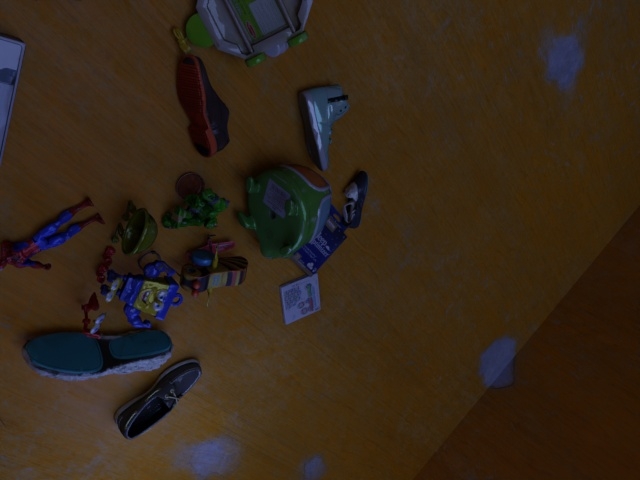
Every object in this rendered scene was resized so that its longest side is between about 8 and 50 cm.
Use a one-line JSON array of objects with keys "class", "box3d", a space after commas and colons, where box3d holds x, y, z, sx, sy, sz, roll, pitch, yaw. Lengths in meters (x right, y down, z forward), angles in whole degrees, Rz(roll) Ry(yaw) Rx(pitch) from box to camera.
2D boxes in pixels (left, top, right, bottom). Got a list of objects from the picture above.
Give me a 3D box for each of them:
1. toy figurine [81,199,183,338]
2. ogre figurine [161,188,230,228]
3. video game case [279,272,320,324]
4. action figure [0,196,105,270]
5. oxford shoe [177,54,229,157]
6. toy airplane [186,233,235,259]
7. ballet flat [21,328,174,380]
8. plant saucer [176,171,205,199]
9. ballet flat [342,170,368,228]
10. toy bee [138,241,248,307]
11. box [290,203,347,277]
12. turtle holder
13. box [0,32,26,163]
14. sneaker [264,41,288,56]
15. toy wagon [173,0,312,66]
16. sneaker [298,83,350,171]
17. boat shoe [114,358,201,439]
[{"class": "toy figurine", "box3d": [-0.457, 0.100, 1.554, 0.217, 0.191, 0.362, 23, 97, -32]}, {"class": "ogre figurine", "box3d": [-0.331, -0.083, 1.613, 0.118, 0.096, 0.197, 5, 132, -53]}, {"class": "video game case", "box3d": [-0.067, 0.198, 2.022, 0.143, 0.019, 0.157, -21, 124, -26]}, {"class": "action figure", "box3d": [-0.660, 0.010, 1.422, 0.280, 0.139, 0.091, -32, 127, -16]}, {"class": "oxford shoe", "box3d": [-0.299, -0.357, 1.534, 0.098, 0.097, 0.271, -38, 139, -37]}, {"class": "toy airplane", "box3d": [-0.323, 0.046, 1.751, 0.151, 0.028, 0.151, -13, 120, -23]}, {"class": "ballet flat", "box3d": [-0.609, 0.334, 1.632, 0.409, 0.147, 0.146, 4, 110, -37]}, {"class": "plant saucer", "box3d": [-0.361, -0.149, 1.633, 0.084, 0.013, 0.083, -16, 121, -28]}, {"class": "ballet flat", "box3d": [0.110, -0.132, 1.950, 0.074, 0.074, 0.203, -8, 120, -33]}, {"class": "toy bee", "box3d": [-0.334, 0.111, 1.662, 0.299, 0.162, 0.195, -19, 124, -18]}, {"class": "box", "box3d": [0.000, 0.000, 1.959, 0.225, 0.036, 0.136, -49, 132, -7]}, {"class": "turtle holder", "box3d": [-0.080, -0.072, 1.731, 0.227, 0.243, 0.320, -29, 120, -42]}, {"class": "box", "box3d": [-0.740, -0.302, 1.229, 0.169, 0.087, 0.289, 10, 107, -39]}, {"class": "sneaker", "box3d": [-0.137, -0.594, 1.537, 0.094, 0.080, 0.212, -46, 128, -43]}, {"class": "toy wagon", "box3d": [-0.199, -0.568, 1.446, 0.345, 0.068, 0.267, -23, 115, 8]}, {"class": "sneaker", "box3d": [0.032, -0.338, 1.763, 0.151, 0.094, 0.255, -21, 122, -19]}, {"class": "boat shoe", "box3d": [-0.487, 0.490, 1.819, 0.305, 0.091, 0.109, -37, 130, -15]}]
